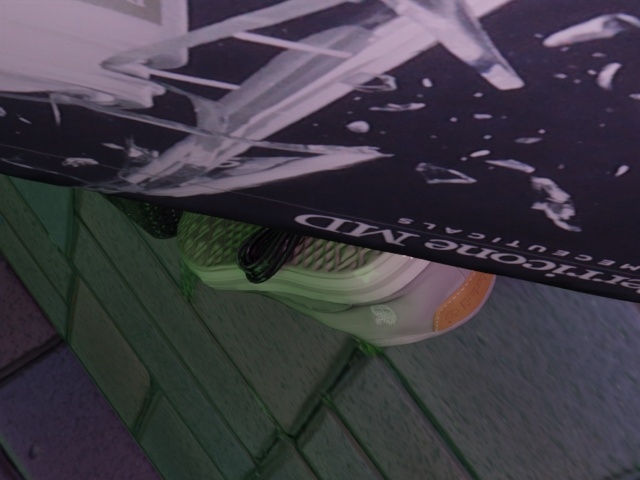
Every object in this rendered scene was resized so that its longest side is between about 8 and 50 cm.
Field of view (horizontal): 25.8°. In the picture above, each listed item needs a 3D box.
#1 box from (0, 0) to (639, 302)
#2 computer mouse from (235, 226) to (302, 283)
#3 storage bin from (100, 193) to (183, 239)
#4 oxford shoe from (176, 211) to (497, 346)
[{"bbox_3d":[0.009,-0.204,0.355,0.472,0.480,0.297,135,145,-71],"label":"box"},{"bbox_3d":[-0.031,-0.107,1.157,0.060,0.184,0.262,30,-150,-31],"label":"computer mouse"},{"bbox_3d":[-0.178,-0.093,1.507,0.180,0.122,0.084,34,150,45],"label":"storage bin"},{"bbox_3d":[0.000,0.000,1.228,0.130,0.169,0.449,38,169,-27],"label":"oxford shoe"}]
